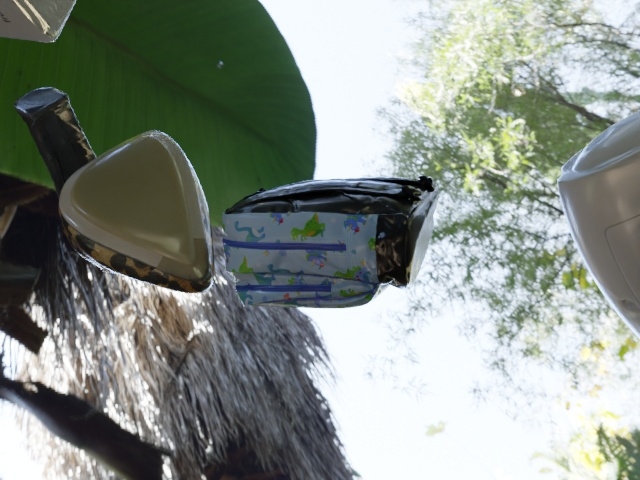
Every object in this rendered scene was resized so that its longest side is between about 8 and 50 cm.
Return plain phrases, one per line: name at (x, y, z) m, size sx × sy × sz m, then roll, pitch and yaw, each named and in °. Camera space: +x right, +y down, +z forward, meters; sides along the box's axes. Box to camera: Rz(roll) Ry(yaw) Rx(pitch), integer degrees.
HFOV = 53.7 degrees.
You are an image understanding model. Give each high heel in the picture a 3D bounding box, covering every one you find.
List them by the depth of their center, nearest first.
high heel at (-0.136, 0.006, 0.489) m, size 0.093 × 0.261 × 0.186 m, roll -33°, pitch -41°, yaw -22°

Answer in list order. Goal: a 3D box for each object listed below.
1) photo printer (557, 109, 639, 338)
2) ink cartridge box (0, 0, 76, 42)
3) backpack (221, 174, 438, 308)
photo printer at (0.355, -0.021, 0.460) m, size 0.307 × 0.107 × 0.256 m, roll -33°, pitch -80°, yaw 37°
ink cartridge box at (-0.340, -0.324, 0.461) m, size 0.166 × 0.395 × 0.285 m, roll 59°, pitch -134°, yaw -65°
backpack at (0.000, 0.000, 1.088) m, size 0.355 × 0.290 × 0.273 m, roll 11°, pitch -70°, yaw 14°
